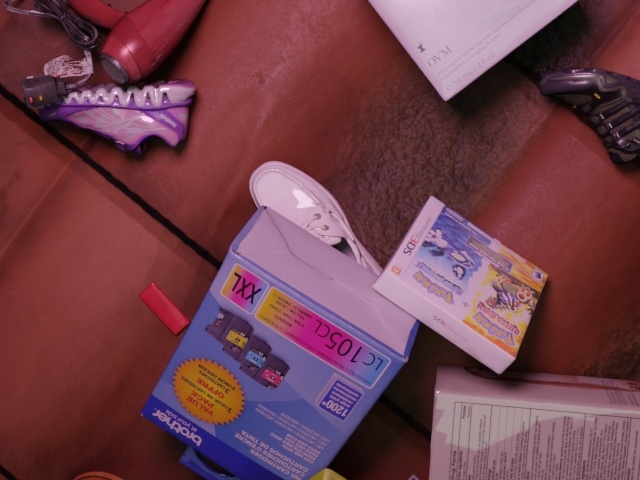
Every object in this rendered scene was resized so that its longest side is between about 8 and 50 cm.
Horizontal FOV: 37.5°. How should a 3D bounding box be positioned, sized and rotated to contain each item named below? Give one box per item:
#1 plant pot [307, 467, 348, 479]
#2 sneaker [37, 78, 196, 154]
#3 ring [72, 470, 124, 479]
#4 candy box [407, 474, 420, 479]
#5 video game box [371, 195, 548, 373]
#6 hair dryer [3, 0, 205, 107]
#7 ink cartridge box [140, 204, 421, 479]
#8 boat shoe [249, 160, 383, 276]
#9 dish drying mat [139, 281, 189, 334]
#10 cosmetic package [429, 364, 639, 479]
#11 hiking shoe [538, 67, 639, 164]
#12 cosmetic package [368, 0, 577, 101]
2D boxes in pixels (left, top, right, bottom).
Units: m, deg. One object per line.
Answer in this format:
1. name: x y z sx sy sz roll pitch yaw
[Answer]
1. plant pot: 0.005 0.485 1.262 0.207 0.227 0.228 -37 116 25
2. sneaker: -0.294 -0.174 1.360 0.236 0.095 0.104 -1 108 8
3. ring: -0.319 0.518 1.418 0.337 0.032 0.336 6 99 39
4. candy box: 0.157 0.481 1.410 0.196 0.070 0.165 41 102 1
5. video game box: 0.194 0.055 1.278 0.205 0.187 0.048 34 136 1
6. hair dryer: -0.295 -0.313 1.312 0.294 0.080 0.223 -13 66 -5
7. ink cartridge box: -0.069 0.191 1.319 0.270 0.151 0.395 32 123 2
8. boat shoe: 0.000 0.000 1.339 0.098 0.096 0.277 -42 91 13
9. dish drying mat: -0.238 0.104 1.436 0.032 0.008 0.083 -43 90 12
10. cosmetic package: 0.304 0.272 1.325 0.296 0.129 0.153 5 101 7
11. hiking shoe: 0.397 -0.162 1.261 0.227 0.086 0.114 16 98 5
12. cosmetic package: 0.188 -0.338 1.237 0.224 0.138 0.224 -38 91 12
